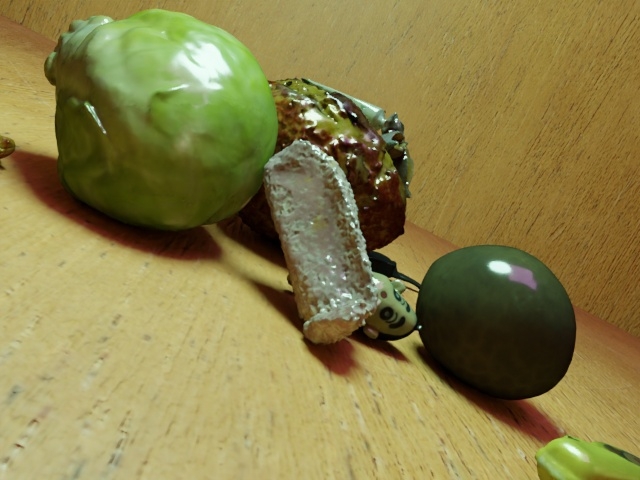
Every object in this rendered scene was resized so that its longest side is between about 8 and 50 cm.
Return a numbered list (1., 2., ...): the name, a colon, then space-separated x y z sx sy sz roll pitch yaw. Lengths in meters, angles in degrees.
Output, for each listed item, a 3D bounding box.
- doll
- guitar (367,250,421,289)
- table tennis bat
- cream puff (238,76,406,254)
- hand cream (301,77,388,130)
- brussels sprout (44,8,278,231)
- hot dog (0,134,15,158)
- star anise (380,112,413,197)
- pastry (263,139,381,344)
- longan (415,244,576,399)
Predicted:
1. doll: 0.045 0.068 0.834 0.179 0.102 0.089 28 -29 9
2. guitar: 0.144 0.061 1.274 0.271 0.038 0.084 22 12 -28
3. table tennis bat: 0.351 0.269 0.699 0.368 0.054 0.224 26 8 -30
4. cream puff: -0.027 -0.098 1.053 0.350 0.228 0.350 43 -14 13
5. hand cream: 0.037 -0.212 1.045 0.165 0.037 0.057 29 -16 29
6. brussels sprout: -0.191 -0.148 0.833 0.273 0.243 0.317 -4 48 -29
7. hot dog: -0.386 -0.108 0.704 0.062 0.038 0.144 28 7 18
8. star anise: 0.044 -0.172 1.139 0.227 0.219 0.148 -5 -6 24
9. pastry: 0.006 0.008 0.772 0.112 0.102 0.265 51 23 -52
10. longan: 0.224 0.099 0.856 0.198 0.198 0.212 19 11 -43
